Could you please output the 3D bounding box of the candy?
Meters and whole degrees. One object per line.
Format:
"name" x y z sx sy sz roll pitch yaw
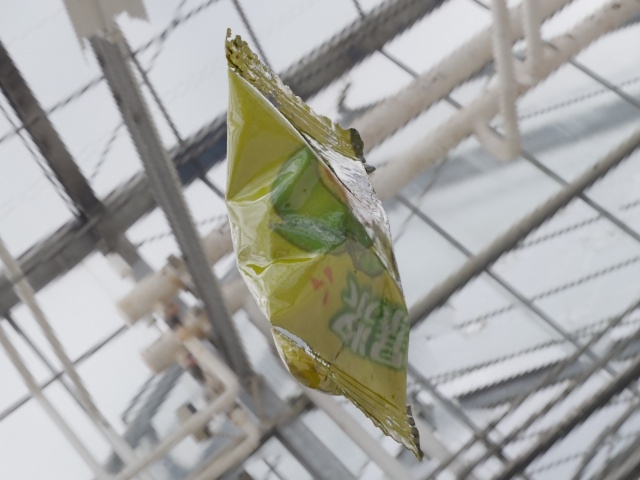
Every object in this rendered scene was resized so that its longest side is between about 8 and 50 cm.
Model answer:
"candy" 0.000 0.000 0.953 0.081 0.297 0.187 -29 -39 22
